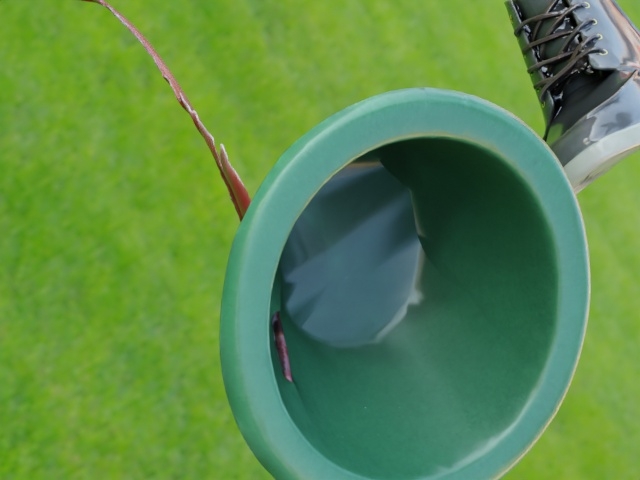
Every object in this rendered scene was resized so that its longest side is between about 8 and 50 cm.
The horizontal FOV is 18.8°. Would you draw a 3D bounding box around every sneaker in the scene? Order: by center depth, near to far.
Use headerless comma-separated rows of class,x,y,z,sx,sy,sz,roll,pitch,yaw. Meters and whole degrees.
sneaker,0.147,-0.100,1.153,0.118,0.083,0.222,53,21,-3

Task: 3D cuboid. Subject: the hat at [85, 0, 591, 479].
hat,0.000,0.000,0.859,0.173,0.183,0.209,-4,103,-26
